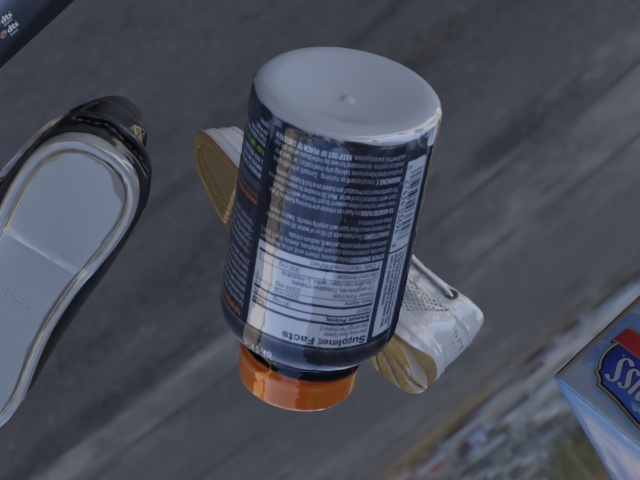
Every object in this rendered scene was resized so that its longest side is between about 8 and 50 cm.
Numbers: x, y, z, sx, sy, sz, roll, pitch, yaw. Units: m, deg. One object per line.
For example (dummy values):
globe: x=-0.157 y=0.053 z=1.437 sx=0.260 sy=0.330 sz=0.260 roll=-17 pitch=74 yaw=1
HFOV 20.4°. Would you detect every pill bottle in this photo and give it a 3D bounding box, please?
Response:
pill bottle: x=0.000 y=0.000 z=1.236 sx=0.130 sy=0.130 sz=0.245 roll=-22 pitch=136 yaw=-40

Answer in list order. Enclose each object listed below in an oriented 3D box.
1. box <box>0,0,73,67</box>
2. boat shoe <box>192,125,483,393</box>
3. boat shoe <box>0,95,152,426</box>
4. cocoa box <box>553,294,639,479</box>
box: x=-0.260 y=-0.247 z=1.202 sx=0.076 sy=0.242 sz=0.307 roll=0 pitch=-139 yaw=52
boat shoe: x=0.014 y=-0.001 z=1.412 sx=0.096 sy=0.277 sz=0.098 roll=-39 pitch=164 yaw=-23
boat shoe: x=-0.219 y=0.034 z=1.225 sx=0.335 sy=0.112 sz=0.095 roll=-47 pitch=-167 yaw=27
cocoa box: x=0.439 y=0.203 z=1.705 sx=0.228 sy=0.347 sz=0.231 roll=-42 pitch=136 yaw=-8
